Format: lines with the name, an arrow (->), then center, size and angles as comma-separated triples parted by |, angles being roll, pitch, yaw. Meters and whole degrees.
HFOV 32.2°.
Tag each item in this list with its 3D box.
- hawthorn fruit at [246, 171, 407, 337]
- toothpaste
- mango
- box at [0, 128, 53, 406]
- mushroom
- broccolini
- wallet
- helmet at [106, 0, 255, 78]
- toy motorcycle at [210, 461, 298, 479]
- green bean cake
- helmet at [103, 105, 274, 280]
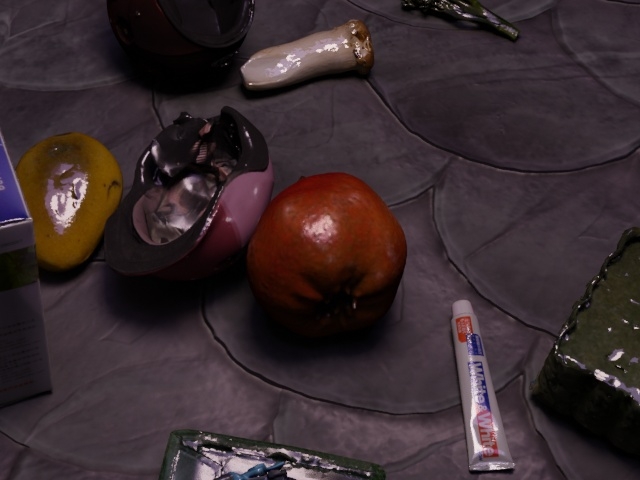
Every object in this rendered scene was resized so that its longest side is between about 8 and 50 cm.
hawthorn fruit -> 0.000, 0.000, 1.306 | 0.197, 0.196, 0.225 | -4, 44, -9
toothpaste -> 0.181, 0.166, 1.285 | 0.052, 0.033, 0.218 | -4, 55, -3
mango -> -0.315, -0.049, 1.374 | 0.137, 0.098, 0.195 | 2, 53, -11
box -> -0.366, 0.017, 1.178 | 0.106, 0.299, 0.200 | -15, 53, -19
mushroom -> -0.019, -0.260, 1.603 | 0.209, 0.071, 0.084 | -18, 86, -16
broccolini -> 0.221, -0.375, 1.723 | 0.203, 0.068, 0.091 | 20, 32, 10
wallet -> -0.055, 0.286, 1.146 | 0.236, 0.055, 0.160 | 9, 56, 1
helmet -> -0.198, -0.326, 1.554 | 0.216, 0.193, 0.189 | 38, 52, 19
toy motorcycle -> -0.071, 0.344, 1.033 | 0.182, 0.123, 0.272 | 5, 67, -28
green bean cake -> 0.403, 0.137, 1.265 | 0.255, 0.132, 0.241 | 28, 53, 15
helmet -> -0.142, -0.040, 1.349 | 0.198, 0.154, 0.253 | -16, 53, 29
